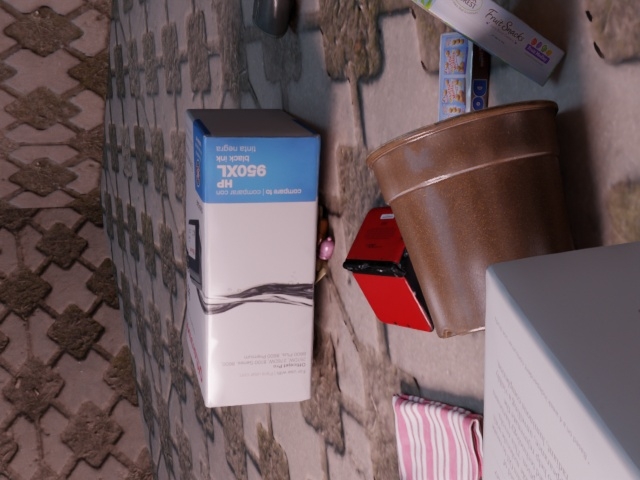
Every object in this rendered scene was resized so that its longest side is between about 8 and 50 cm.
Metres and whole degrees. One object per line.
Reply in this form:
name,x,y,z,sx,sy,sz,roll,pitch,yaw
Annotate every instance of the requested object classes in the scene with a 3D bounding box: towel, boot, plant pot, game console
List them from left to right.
boot,-0.057,-0.396,1.242,0.190,0.076,0.209,-100,25,-55
game console,0.095,0.030,1.011,0.124,0.085,0.144,-64,20,-10
towel,0.127,0.252,0.945,0.197,0.029,0.144,173,94,-69
plant pot,0.139,-0.012,0.715,0.167,0.166,0.165,-29,75,66

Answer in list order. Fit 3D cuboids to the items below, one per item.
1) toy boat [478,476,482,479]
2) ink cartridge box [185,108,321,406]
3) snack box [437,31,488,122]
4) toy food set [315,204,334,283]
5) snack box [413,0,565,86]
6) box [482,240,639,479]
toy boat,0.182,0.261,0.702,0.151,0.151,0.231,42,140,20
ink cartridge box,-0.113,0.013,1.291,0.285,0.166,0.395,-132,42,-69
snack box,0.141,-0.119,0.856,0.064,0.022,0.178,-154,62,-66
toy food set,0.000,0.000,1.240,0.078,0.019,0.122,131,137,-61
snack box,0.128,-0.191,0.719,0.037,0.141,0.100,-57,34,16
box,0.197,0.198,0.449,0.215,0.168,0.346,-112,16,-61
